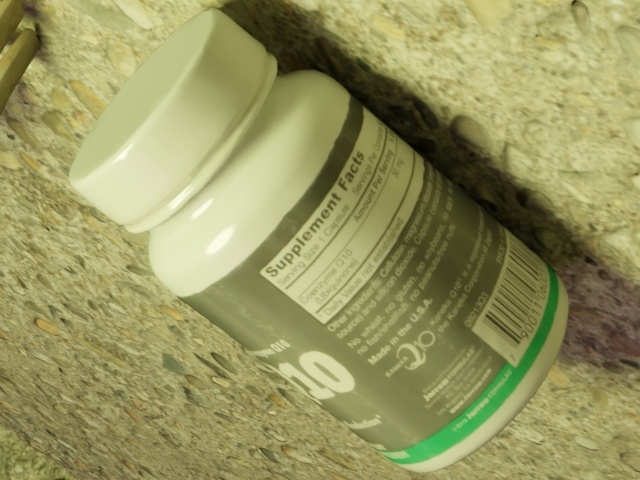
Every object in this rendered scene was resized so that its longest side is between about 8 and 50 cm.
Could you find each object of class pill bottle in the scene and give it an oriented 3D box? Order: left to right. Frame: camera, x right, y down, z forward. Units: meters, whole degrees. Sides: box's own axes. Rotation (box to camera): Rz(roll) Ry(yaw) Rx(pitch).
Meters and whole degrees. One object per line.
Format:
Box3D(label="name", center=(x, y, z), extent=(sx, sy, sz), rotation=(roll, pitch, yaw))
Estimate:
Box3D(label="pill bottle", center=(0.000, 0.000, 1.277), extent=(0.361, 0.204, 0.204), rotation=(39, 155, -18))

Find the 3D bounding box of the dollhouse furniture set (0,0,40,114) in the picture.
Box3D(label="dollhouse furniture set", center=(-0.374, -0.239, 1.388), extent=(0.262, 0.135, 0.259), rotation=(27, 167, 9))
